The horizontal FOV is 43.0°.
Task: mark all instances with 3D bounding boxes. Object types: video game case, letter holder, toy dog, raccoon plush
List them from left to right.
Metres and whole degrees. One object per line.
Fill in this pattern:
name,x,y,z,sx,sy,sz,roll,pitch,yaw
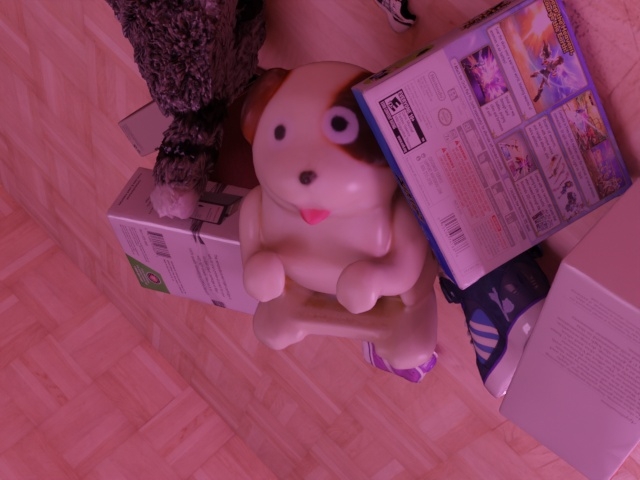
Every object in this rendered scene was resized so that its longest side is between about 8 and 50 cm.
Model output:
raccoon plush,-0.284,-0.288,1.260,0.299,0.446,0.216,18,169,14
letter holder,-0.194,-0.158,1.508,0.152,0.214,0.301,30,147,33
toy dog,0.041,-0.058,1.109,0.285,0.395,0.407,15,151,21
video game case,0.204,-0.118,0.944,0.269,0.244,0.061,61,178,-20

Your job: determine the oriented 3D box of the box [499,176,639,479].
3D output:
box,0.373,0.111,0.981,0.168,0.215,0.345,37,150,24

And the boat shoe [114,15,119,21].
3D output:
boat shoe,-0.310,-0.427,1.498,0.081,0.079,0.227,34,169,-27

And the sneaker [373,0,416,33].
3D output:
sneaker,0.098,-0.319,1.083,0.037,0.032,0.083,-23,111,47

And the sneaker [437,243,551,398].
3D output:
sneaker,0.262,0.094,1.277,0.236,0.130,0.322,53,166,26

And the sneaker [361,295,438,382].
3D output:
sneaker,0.151,0.175,1.555,0.161,0.102,0.282,26,155,33

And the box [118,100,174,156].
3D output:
box,-0.309,-0.254,1.672,0.275,0.113,0.094,-4,122,59

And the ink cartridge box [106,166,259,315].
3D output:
ink cartridge box,-0.187,0.008,1.391,0.289,0.121,0.211,13,143,18
